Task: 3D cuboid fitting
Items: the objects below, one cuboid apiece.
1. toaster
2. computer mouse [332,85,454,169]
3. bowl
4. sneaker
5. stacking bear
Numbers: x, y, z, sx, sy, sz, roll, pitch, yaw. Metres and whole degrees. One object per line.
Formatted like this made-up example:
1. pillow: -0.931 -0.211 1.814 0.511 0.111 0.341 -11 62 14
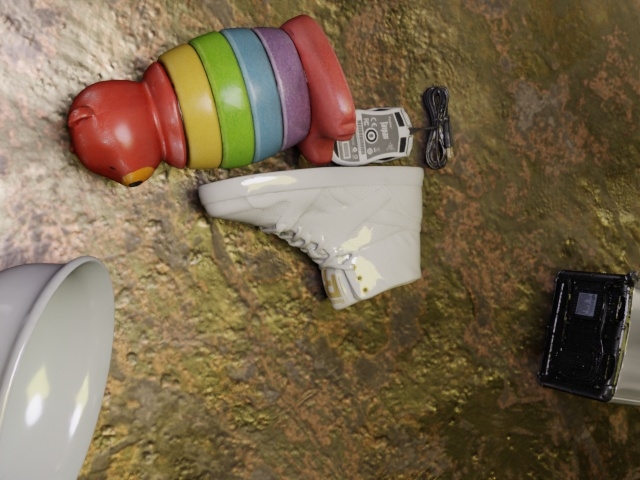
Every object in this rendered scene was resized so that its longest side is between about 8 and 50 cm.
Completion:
1. toaster: 0.383 0.126 1.495 0.110 0.185 0.168 11 87 -21
2. computer mouse: 0.080 -0.134 1.418 0.193 0.042 0.106 -8 94 -28
3. bowl: -0.318 0.146 1.140 0.134 0.298 0.298 13 86 7
4. sneaker: 0.000 0.000 1.349 0.292 0.108 0.169 -3 90 -27
5. stacking bear: -0.133 -0.141 1.257 0.289 0.175 0.164 -16 83 -16
